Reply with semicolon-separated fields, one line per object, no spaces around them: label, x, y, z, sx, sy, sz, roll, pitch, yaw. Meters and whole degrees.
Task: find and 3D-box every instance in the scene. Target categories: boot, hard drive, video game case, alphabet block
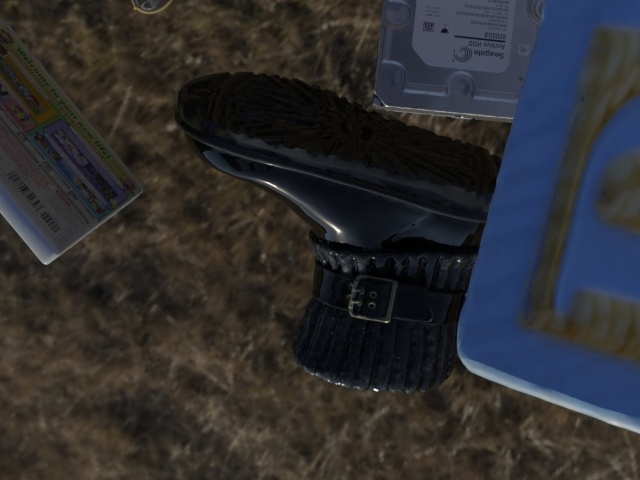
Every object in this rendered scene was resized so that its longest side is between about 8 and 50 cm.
boot;0.000;0.002;1.225;0.348;0.131;0.260;20;122;0
hard drive;0.203;-0.340;1.722;0.236;0.064;0.339;7;92;2
video game case;-0.266;-0.094;1.111;0.023;0.193;0.212;-37;96;23
alphabet block;0.208;-0.002;0.587;0.192;0.197;0.193;19;95;36

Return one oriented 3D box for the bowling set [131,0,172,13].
bowling set;-0.098;-0.322;1.094;0.287;0.154;0.200;-15;113;43
